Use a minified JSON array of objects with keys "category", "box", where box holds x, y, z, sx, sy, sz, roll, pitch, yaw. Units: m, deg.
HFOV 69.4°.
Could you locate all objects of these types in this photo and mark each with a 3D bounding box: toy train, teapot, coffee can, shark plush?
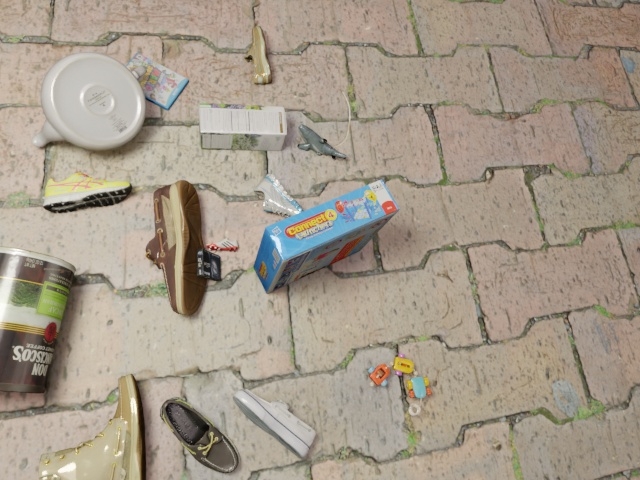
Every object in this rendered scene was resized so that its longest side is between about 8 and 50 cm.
[{"category":"toy train","box":[0.205,0.371,1.212,0.166,0.046,0.125,42,69,5]},{"category":"teapot","box":[-0.582,-0.352,1.187,0.256,0.187,0.252,2,96,-36]},{"category":"coffee can","box":[-0.660,0.172,0.976,0.202,0.201,0.275,8,70,-11]},{"category":"shark plush","box":[0.000,-0.280,1.362,0.161,0.067,0.073,41,67,2]}]

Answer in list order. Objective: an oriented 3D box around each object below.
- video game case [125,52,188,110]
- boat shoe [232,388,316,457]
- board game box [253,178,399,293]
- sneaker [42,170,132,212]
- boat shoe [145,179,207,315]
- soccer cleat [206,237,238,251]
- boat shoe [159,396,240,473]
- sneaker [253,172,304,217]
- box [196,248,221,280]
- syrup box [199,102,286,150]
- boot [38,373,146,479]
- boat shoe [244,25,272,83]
[{"category":"video game case","box":[-0.483,-0.458,1.330,0.166,0.015,0.119,27,68,-4]},{"category":"boat shoe","box":[-0.107,0.420,1.107,0.226,0.083,0.075,45,55,-9]},{"category":"board game box","box":[0.000,0.000,1.141,0.302,0.308,0.086,-24,78,-20]},{"category":"sneaker","box":[-0.587,-0.136,1.162,0.209,0.081,0.094,-10,73,-16]},{"category":"boat shoe","box":[-0.370,0.021,1.160,0.123,0.123,0.341,-10,80,14]},{"category":"soccer cleat","box":[-0.260,0.011,1.224,0.084,0.029,0.035,2,63,-17]},{"category":"boat shoe","box":[-0.275,0.448,1.051,0.228,0.068,0.081,41,68,2]},{"category":"sneaker","box":[-0.113,-0.093,1.279,0.083,0.071,0.190,-39,76,-16]},{"category":"box","box":[-0.283,0.063,1.172,0.018,0.083,0.067,-11,72,17]},{"category":"syrup box","box":[-0.220,-0.318,1.306,0.237,0.093,0.096,-3,72,-15]},{"category":"boot","box":[-0.488,0.432,0.993,0.204,0.095,0.261,-4,77,-14]},{"category":"boat shoe","box":[-0.198,-0.568,1.414,0.072,0.068,0.189,-11,75,-5]}]
